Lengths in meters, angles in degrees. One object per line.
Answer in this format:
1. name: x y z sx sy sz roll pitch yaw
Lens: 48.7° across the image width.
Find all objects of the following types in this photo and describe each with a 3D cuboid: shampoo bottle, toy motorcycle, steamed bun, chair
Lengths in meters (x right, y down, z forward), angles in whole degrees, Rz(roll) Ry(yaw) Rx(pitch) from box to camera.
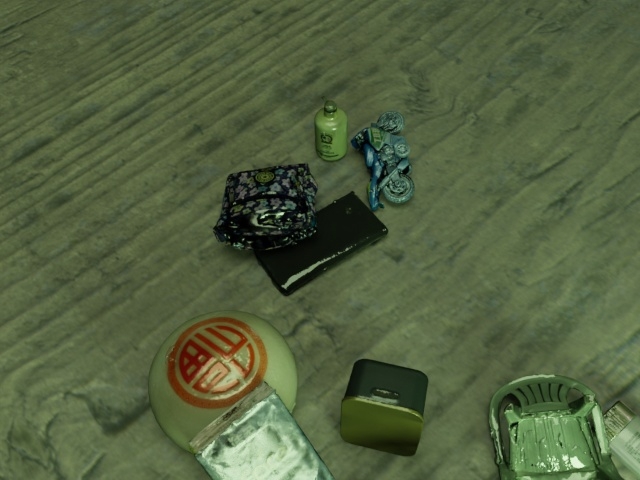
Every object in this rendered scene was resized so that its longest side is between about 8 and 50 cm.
1. shampoo bottle: 0.025 -0.265 1.666 0.079 0.162 0.079 -1 57 1
2. toy motorcycle: 0.144 -0.191 1.660 0.136 0.092 0.254 -9 65 7
3. steamed bun: -0.184 0.253 1.319 0.283 0.177 0.282 -1 57 1
4. chair: 0.398 0.328 1.222 0.204 0.275 0.190 -8 78 11
5. shampoo bottle: 0.600 0.396 1.268 0.086 0.055 0.227 -38 63 -17

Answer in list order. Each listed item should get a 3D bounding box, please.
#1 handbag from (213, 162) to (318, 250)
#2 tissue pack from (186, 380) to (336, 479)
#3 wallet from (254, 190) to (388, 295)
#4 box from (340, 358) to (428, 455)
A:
1. handbag: -0.119 -0.074 1.552 0.229 0.126 0.207 -4 41 2
2. tissue pack: -0.093 0.386 1.212 0.173 0.235 0.073 -36 18 -19
3. wallet: 0.000 0.001 1.570 0.285 0.030 0.146 -30 61 -17
4. box: 0.115 0.299 1.267 0.145 0.201 0.090 11 53 10
